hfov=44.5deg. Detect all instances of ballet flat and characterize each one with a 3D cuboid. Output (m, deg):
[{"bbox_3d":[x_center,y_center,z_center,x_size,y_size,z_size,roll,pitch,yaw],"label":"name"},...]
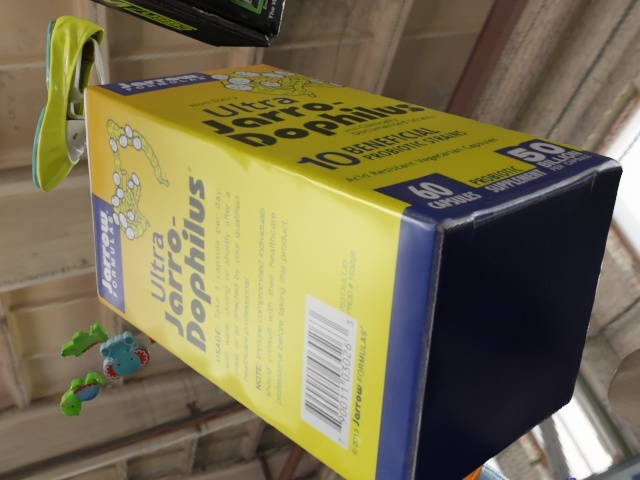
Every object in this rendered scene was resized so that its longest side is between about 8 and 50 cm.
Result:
[{"bbox_3d":[-0.319,-0.175,1.009,0.077,0.231,0.077,6,-1,2],"label":"ballet flat"}]

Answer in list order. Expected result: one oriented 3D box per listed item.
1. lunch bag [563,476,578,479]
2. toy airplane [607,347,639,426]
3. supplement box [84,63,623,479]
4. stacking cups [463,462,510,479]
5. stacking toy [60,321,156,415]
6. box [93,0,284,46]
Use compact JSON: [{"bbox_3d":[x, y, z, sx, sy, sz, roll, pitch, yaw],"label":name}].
[{"bbox_3d":[0.096,0.330,0.551,0.293,0.221,0.138,-22,-13,5],"label":"lunch bag"},{"bbox_3d":[0.418,0.171,0.441,0.384,0.386,0.272,-34,-11,32],"label":"toy airplane"},{"bbox_3d":[0.000,0.000,0.589,0.194,0.356,0.195,-19,-59,-41],"label":"supplement box"},{"bbox_3d":[0.186,0.290,0.870,0.096,0.316,0.096,-50,-12,-15],"label":"stacking cups"},{"bbox_3d":[-0.187,0.114,0.884,0.221,0.167,0.052,-25,-72,-9],"label":"stacking toy"},{"bbox_3d":[-0.075,-0.184,0.273,0.184,0.045,0.190,10,-87,-49],"label":"box"}]
